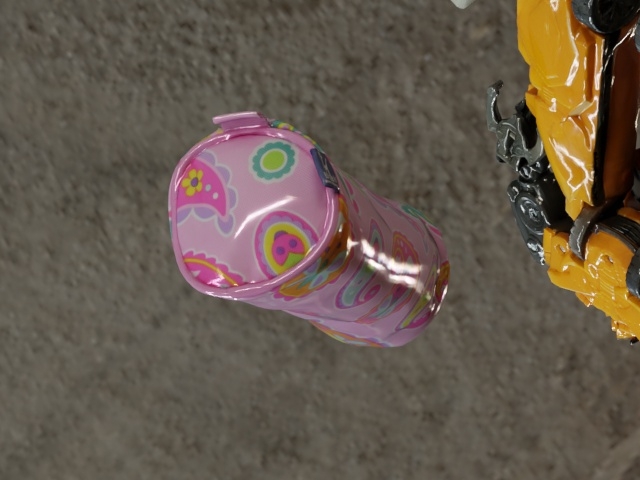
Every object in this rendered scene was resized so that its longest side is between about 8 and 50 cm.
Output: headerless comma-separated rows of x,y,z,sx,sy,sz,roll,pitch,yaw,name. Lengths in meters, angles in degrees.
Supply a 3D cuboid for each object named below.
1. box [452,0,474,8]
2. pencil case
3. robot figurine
0.154,-0.356,1.496,0.127,0.148,0.232,-40,175,-7,box
0.000,0.000,1.008,0.124,0.124,0.284,-41,158,9,pencil case
0.177,-0.058,0.762,0.085,0.211,0.291,-32,139,-23,robot figurine
